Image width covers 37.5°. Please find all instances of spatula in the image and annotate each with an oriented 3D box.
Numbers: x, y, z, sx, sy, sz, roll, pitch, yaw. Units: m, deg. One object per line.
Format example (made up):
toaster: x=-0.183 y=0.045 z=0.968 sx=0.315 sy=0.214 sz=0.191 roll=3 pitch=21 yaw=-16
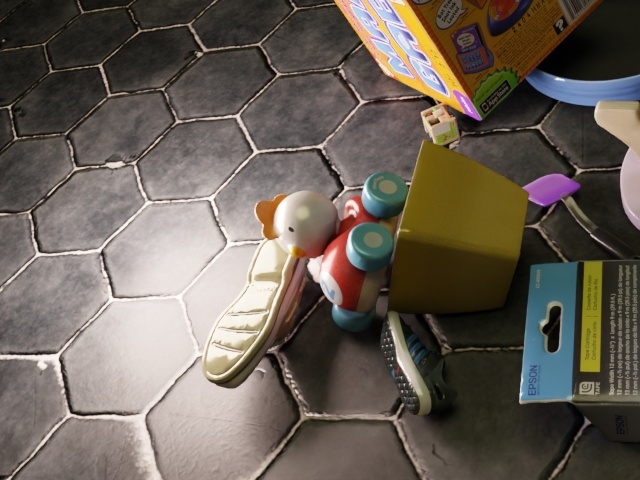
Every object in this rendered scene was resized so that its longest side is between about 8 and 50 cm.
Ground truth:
spatula: x=0.447 y=-0.034 z=1.583 sx=0.084 sy=0.030 sz=0.296 roll=-29 pitch=45 yaw=-10

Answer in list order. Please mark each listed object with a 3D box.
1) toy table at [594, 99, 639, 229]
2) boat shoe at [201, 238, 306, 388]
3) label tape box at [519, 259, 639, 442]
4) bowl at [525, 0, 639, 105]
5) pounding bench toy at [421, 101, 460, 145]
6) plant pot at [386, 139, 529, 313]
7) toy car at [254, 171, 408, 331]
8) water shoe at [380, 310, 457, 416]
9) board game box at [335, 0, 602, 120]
toy table: x=0.588 y=-0.157 z=1.554 sx=0.252 sy=0.161 sz=0.274 roll=-3 pitch=47 yaw=18
boat shoe: x=-0.094 y=0.132 z=1.586 sx=0.113 sy=0.103 sz=0.302 roll=5 pitch=51 yaw=32
label tape box: x=0.473 y=0.154 z=1.341 sx=0.347 sy=0.115 sz=0.249 roll=-3 pitch=48 yaw=21
bowl: x=0.569 y=-0.411 z=1.859 sx=0.391 sy=0.077 sz=0.391 roll=-11 pitch=46 yaw=12
pounding bench toy: x=0.228 y=-0.237 z=1.822 sx=0.052 sy=0.083 sz=0.065 roll=-23 pitch=45 yaw=0
plant pot: x=0.227 y=-0.004 z=1.527 sx=0.187 sy=0.212 sz=0.212 roll=12 pitch=52 yaw=7
toy car: x=0.000 y=0.000 z=1.543 sx=0.237 sy=0.219 sz=0.210 roll=15 pitch=53 yaw=4
water shoe: x=0.152 y=0.193 z=1.475 sx=0.080 sy=0.073 sz=0.203 roll=-1 pitch=42 yaw=-16
board game box: x=0.251 y=-0.518 z=1.799 sx=0.356 sy=0.356 sz=0.356 roll=-44 pitch=37 yaw=-4
